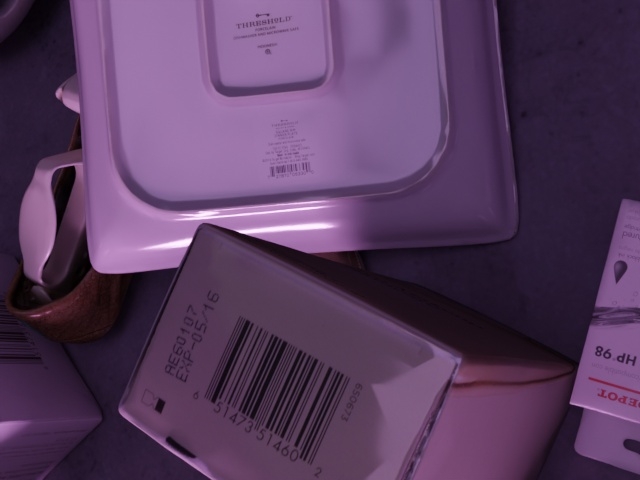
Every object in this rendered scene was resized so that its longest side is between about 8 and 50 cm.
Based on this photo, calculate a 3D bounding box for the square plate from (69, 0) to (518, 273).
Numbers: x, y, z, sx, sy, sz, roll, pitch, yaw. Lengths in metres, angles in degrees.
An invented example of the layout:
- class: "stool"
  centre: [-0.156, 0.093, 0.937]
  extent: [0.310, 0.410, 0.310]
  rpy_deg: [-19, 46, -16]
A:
- class: "square plate"
  centre: [-0.034, -0.157, 0.681]
  extent: [0.347, 0.049, 0.344]
  rpy_deg: [-5, 90, 8]

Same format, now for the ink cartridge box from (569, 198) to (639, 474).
- class: "ink cartridge box"
  centre: [0.235, 0.073, 0.590]
  extent: [0.104, 0.060, 0.180]
  rpy_deg: [14, 88, 27]

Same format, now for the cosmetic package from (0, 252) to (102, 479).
- class: "cosmetic package"
  centre: [-0.420, 0.209, 0.841]
  extent: [0.385, 0.156, 0.217]
  rpy_deg: [-43, 66, 15]

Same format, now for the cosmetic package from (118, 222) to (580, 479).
- class: "cosmetic package"
  centre: [0.045, 0.089, 0.542]
  extent: [0.160, 0.309, 0.113]
  rpy_deg: [26, 94, 26]

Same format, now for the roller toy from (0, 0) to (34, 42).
- class: "roller toy"
  centre: [-0.379, -0.293, 0.902]
  extent: [0.209, 0.146, 0.191]
  rpy_deg: [-25, 63, 27]

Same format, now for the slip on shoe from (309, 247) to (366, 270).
- class: "slip on shoe"
  centre: [0.000, 0.000, 0.727]
  extent: [0.051, 0.041, 0.135]
  rpy_deg: [-23, 73, 21]

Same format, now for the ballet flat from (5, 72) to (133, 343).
- class: "ballet flat"
  centre: [-0.197, -0.071, 0.789]
  extent: [0.116, 0.124, 0.343]
  rpy_deg: [23, 92, 27]
